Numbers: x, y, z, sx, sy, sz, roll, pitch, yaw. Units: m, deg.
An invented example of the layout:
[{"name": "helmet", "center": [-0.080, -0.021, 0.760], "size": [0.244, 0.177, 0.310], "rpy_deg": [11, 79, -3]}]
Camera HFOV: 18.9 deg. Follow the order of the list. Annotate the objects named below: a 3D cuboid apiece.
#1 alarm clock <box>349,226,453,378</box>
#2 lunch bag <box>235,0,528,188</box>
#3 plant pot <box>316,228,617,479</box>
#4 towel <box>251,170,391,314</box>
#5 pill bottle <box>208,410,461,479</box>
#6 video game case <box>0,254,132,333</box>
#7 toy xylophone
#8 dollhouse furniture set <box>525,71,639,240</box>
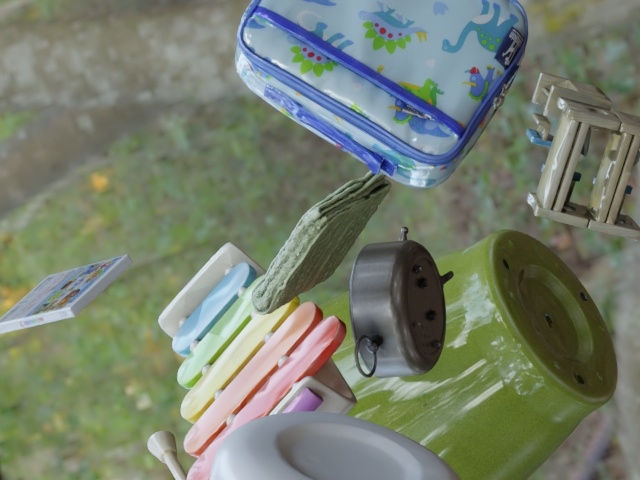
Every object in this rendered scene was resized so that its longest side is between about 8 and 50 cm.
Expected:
[{"name": "alarm clock", "center": [0.071, 0.073, 1.809], "size": [0.192, 0.064, 0.129], "rpy_deg": [-49, -51, -55]}, {"name": "lunch bag", "center": [0.049, -0.156, 1.575], "size": [0.219, 0.176, 0.090], "rpy_deg": [33, 162, 6]}, {"name": "plant pot", "center": [0.151, 0.170, 2.302], "size": [0.366, 0.353, 0.366], "rpy_deg": [37, -147, -28]}, {"name": "towel", "center": [0.000, 0.000, 1.677], "size": [0.027, 0.110, 0.148], "rpy_deg": [45, 133, 15]}, {"name": "pill bottle", "center": [-0.014, 0.296, 1.350], "size": [0.181, 0.181, 0.323], "rpy_deg": [-108, 29, -69]}, {"name": "video game case", "center": [-0.234, 0.049, 1.731], "size": [0.087, 0.122, 0.011], "rpy_deg": [-45, -69, -41]}, {"name": "toy xylophone", "center": [-0.079, 0.144, 1.815], "size": [0.081, 0.236, 0.322], "rpy_deg": [38, 180, -28]}, {"name": "dollhouse furniture set", "center": [0.312, -0.099, 2.216], "size": [0.184, 0.129, 0.129], "rpy_deg": [-103, 28, -72]}]
